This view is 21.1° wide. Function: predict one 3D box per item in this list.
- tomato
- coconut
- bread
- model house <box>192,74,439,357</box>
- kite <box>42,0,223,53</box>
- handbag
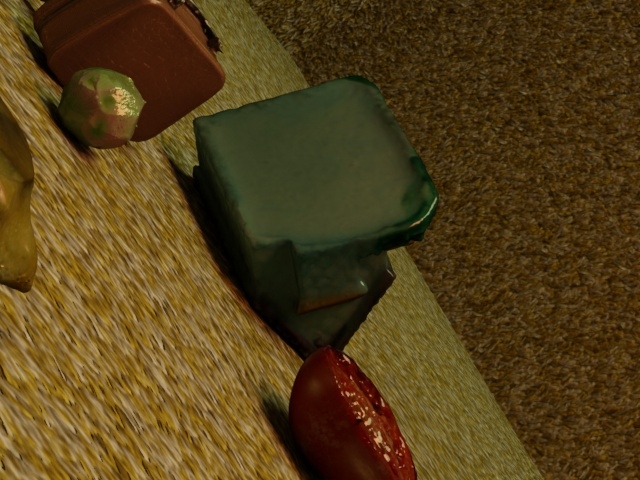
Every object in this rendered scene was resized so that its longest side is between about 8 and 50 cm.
[{"bbox_3d":[0.021,0.183,1.635,0.174,0.082,0.166,58,10,-14],"label":"tomato"},{"bbox_3d":[-0.205,-0.123,1.595,0.083,0.081,0.082,63,-32,21],"label":"coconut"},{"bbox_3d":[-0.247,-0.075,1.065,0.233,0.088,0.161,56,10,17],"label":"bread"},{"bbox_3d":[0.000,0.000,1.965,0.248,0.230,0.280,83,-13,-45],"label":"model house"},{"bbox_3d":[-0.212,-0.233,1.829,0.229,0.012,0.250,17,-20,-14],"label":"kite"},{"bbox_3d":[-0.186,-0.193,1.730,0.193,0.151,0.072,44,18,-53],"label":"handbag"}]
